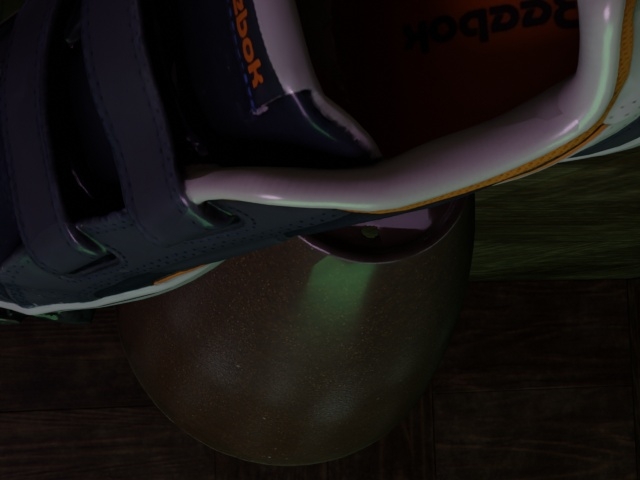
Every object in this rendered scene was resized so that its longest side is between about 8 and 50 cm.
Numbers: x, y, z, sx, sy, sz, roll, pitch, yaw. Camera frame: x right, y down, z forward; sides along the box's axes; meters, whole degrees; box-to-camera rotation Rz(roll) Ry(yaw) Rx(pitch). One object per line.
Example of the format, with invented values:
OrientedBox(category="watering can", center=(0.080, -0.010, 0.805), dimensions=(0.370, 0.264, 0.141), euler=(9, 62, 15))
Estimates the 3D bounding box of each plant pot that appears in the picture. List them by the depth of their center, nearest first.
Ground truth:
OrientedBox(category="plant pot", center=(0.000, 0.000, 0.712), dimensions=(0.215, 0.215, 0.230), euler=(-1, 161, -13))

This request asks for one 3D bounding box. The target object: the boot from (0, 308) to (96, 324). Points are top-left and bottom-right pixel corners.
OrientedBox(category="boot", center=(-0.420, 0.021, 1.109), dimensions=(0.445, 0.146, 0.367), euler=(-5, 178, -17))

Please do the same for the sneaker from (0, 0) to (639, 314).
OrientedBox(category="sneaker", center=(-0.037, -0.053, 0.412), dimensions=(0.321, 0.126, 0.127), euler=(-16, 174, 23))
